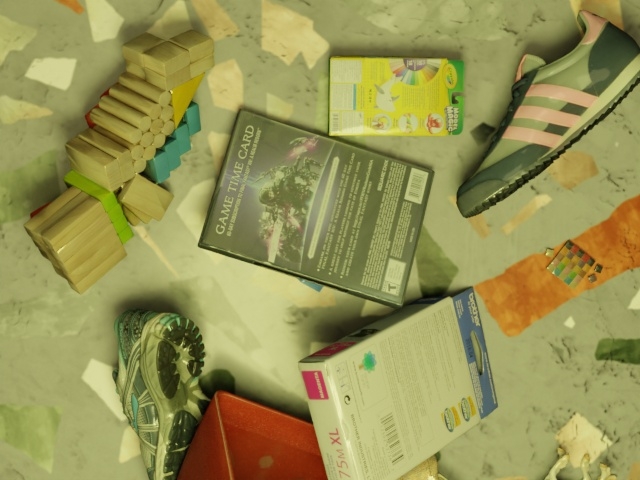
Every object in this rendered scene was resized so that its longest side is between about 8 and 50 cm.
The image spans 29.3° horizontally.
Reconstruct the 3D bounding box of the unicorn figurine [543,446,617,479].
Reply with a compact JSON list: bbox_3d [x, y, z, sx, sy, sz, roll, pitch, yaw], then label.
[{"bbox_3d":[0.330,0.344,1.694,0.161,0.060,0.111,20,96,-6],"label":"unicorn figurine"}]

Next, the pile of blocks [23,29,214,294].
[{"bbox_3d":[-0.258,-0.114,1.579,0.112,0.149,0.362,29,85,35],"label":"pile of blocks"}]

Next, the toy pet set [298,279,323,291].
[{"bbox_3d":[0.000,0.000,1.619,0.122,0.065,0.114,36,94,-8],"label":"toy pet set"}]

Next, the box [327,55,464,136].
[{"bbox_3d":[0.100,-0.190,1.612,0.179,0.043,0.105,1,98,-2],"label":"box"}]

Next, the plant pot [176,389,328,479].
[{"bbox_3d":[-0.065,0.396,1.560,0.267,0.267,0.236,24,117,-27],"label":"plant pot"}]

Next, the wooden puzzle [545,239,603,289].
[{"bbox_3d":[0.344,0.034,1.678,0.083,0.006,0.049,37,94,-8],"label":"wooden puzzle"}]

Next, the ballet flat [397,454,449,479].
[{"bbox_3d":[0.193,0.428,1.677,0.106,0.107,0.316,-30,100,-7],"label":"ballet flat"}]

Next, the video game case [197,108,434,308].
[{"bbox_3d":[-0.002,-0.042,1.594,0.274,0.026,0.196,17,71,-5],"label":"video game case"}]

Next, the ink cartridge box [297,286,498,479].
[{"bbox_3d":[0.111,0.191,1.594,0.311,0.065,0.186,-22,102,-43],"label":"ink cartridge box"}]

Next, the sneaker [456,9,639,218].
[{"bbox_3d":[0.280,-0.166,1.609,0.319,0.112,0.131,-41,82,-1],"label":"sneaker"}]

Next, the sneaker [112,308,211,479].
[{"bbox_3d":[-0.212,0.212,1.628,0.122,0.110,0.283,18,120,36],"label":"sneaker"}]
